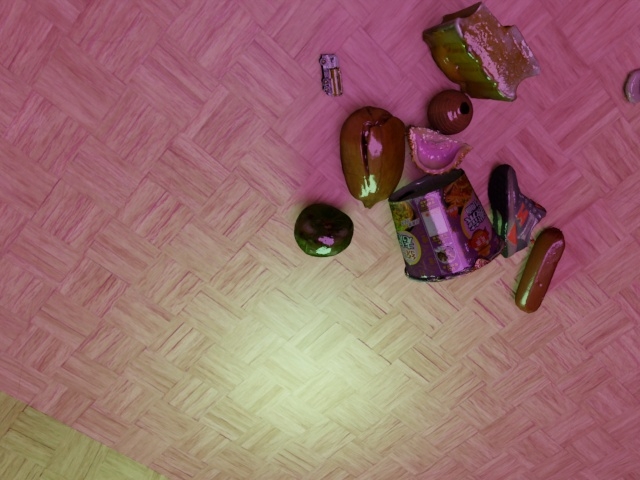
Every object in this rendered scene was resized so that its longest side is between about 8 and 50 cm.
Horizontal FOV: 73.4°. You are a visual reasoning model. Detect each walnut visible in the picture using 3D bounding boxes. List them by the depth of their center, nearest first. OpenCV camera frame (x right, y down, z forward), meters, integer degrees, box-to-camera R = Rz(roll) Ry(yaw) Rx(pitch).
[{"bbox_3d":[0.159,-0.245,1.326,0.209,0.209,0.336,-1,125,-1],"label":"walnut"}]

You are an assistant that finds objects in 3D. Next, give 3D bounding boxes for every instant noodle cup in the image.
[{"bbox_3d":[0.380,-0.061,1.361,0.340,0.340,0.265,-22,105,9],"label":"instant noodle cup"}]

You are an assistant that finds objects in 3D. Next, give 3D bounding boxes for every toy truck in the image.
[{"bbox_3d":[0.032,-0.492,1.280,0.063,0.052,0.123,-10,116,-2],"label":"toy truck"}]

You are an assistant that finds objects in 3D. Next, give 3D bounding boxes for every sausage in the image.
[{"bbox_3d":[0.793,0.115,1.565,0.094,0.097,0.348,2,115,-11],"label":"sausage"}]

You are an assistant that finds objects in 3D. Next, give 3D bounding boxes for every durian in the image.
[{"bbox_3d":[0.355,-0.285,1.319,0.183,0.165,0.132,-3,140,-1],"label":"durian"}]

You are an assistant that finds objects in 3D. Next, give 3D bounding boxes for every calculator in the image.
[{"bbox_3d":[1.029,-0.488,1.321,0.175,0.032,0.100,-13,115,4],"label":"calculator"}]

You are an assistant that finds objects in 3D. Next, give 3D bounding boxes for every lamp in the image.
[{"bbox_3d":[0.391,-0.386,1.295,0.136,0.136,0.136,-1,115,-1],"label":"lamp"}]

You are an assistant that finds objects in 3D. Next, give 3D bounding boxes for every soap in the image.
[{"bbox_3d":[0.419,-0.505,1.160,0.259,0.281,0.143,41,106,-18],"label":"soap"}]

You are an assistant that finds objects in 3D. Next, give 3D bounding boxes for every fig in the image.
[{"bbox_3d":[0.000,0.000,1.450,0.203,0.203,0.235,10,136,-6],"label":"fig"}]

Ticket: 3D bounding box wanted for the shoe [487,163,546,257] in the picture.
[{"bbox_3d":[0.677,-0.106,1.446,0.171,0.132,0.336,-15,117,0],"label":"shoe"}]
